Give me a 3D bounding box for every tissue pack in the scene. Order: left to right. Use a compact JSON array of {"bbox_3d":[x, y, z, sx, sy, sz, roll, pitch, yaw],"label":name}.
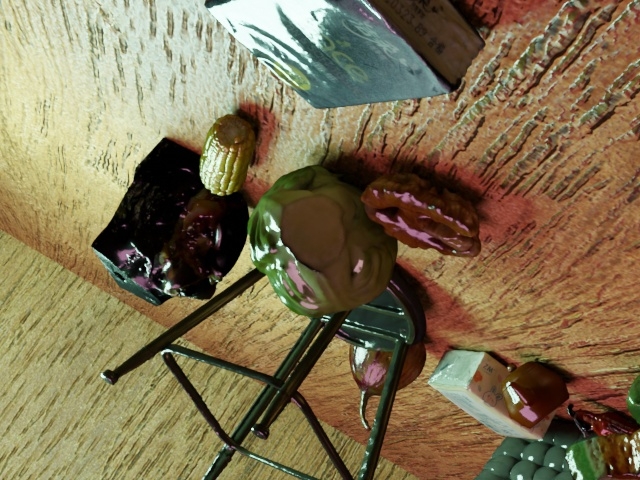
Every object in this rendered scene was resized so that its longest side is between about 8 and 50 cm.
[{"bbox_3d":[0.018,-0.223,1.064,0.185,0.081,0.257,39,162,-27],"label":"tissue pack"},{"bbox_3d":[0.321,0.287,1.968,0.196,0.092,0.148,35,163,-19],"label":"tissue pack"}]

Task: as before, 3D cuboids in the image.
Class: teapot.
[{"bbox_3d":[0.362,0.256,1.815,0.116,0.116,0.173,23,-172,22],"label":"teapot"}]

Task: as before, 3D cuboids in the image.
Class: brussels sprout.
[{"bbox_3d":[0.000,0.000,1.526,0.244,0.244,0.244,28,163,9],"label":"brussels sprout"}]

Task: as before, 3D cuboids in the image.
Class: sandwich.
[{"bbox_3d":[0.505,0.260,1.507,0.251,0.162,0.301,-1,154,-24],"label":"sandwich"}]

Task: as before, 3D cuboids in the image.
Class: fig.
[{"bbox_3d":[0.118,0.236,2.047,0.148,0.202,0.149,40,-159,15],"label":"fig"}]

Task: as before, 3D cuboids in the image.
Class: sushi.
[{"bbox_3d":[-0.240,-0.006,1.842,0.212,0.227,0.215,28,163,11],"label":"sushi"}]

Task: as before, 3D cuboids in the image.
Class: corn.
[{"bbox_3d":[-0.144,-0.127,1.600,0.080,0.080,0.238,30,163,1],"label":"corn"}]

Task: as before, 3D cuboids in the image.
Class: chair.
[{"bbox_3d":[-0.047,0.222,1.784,0.365,0.410,0.362,10,142,39],"label":"chair"}]

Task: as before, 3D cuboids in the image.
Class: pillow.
[{"bbox_3d":[0.441,0.446,1.983,0.101,0.228,0.326,47,158,-28],"label":"pillow"}]

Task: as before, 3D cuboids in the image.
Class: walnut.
[{"bbox_3d":[0.140,-0.038,1.401,0.170,0.069,0.143,22,160,20],"label":"walnut"}]

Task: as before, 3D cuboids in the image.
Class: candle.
[{"bbox_3d":[0.567,0.355,1.813,0.302,0.059,0.084,25,150,12],"label":"candle"}]
